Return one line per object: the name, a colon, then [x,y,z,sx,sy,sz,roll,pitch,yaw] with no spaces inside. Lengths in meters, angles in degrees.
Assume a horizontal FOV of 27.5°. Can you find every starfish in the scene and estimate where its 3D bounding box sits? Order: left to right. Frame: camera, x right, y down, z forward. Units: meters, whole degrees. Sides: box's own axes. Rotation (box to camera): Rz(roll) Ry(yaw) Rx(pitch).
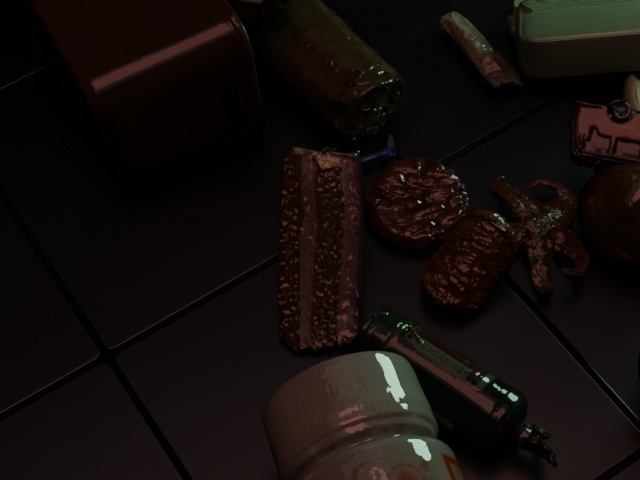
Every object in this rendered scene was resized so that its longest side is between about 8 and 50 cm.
starfish: [0.291,-0.014,1.774,0.150,0.053,0.210,-21,52,-19]

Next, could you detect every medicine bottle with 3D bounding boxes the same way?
medicine bottle: [0.075,0.326,1.451,0.211,0.211,0.371,-16,56,-7]

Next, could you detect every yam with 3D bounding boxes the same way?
yam: [0.018,-0.251,1.897,0.129,0.128,0.238,-52,56,11]

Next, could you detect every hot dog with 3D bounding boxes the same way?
hot dog: [0.195,0.028,1.719,0.099,0.065,0.147,34,91,24]

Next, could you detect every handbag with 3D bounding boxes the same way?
handbag: [0.408,-0.329,1.952,0.256,0.079,0.219,-3,38,8]

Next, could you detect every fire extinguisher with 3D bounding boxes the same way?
fire extinguisher: [0.176,0.191,1.607,0.294,0.118,0.093,32,98,22]

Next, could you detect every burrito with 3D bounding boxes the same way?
burrito: [0.237,-0.281,1.951,0.051,0.042,0.171,-9,55,-39]

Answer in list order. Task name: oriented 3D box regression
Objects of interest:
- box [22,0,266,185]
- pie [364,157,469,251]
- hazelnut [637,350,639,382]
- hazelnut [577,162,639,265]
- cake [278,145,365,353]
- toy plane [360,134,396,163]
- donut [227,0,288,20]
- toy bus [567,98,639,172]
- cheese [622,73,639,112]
box: [-0.262,-0.279,1.868,0.229,0.239,0.339,-27,59,-11]
pie: [0.133,-0.051,1.807,0.154,0.036,0.154,-2,55,2]
hazelnut: [0.496,0.157,1.544,0.234,0.218,0.218,38,66,25]
hazelnut: [0.418,-0.040,1.727,0.154,0.143,0.143,17,58,27]
cake: [0.000,0.000,1.722,0.115,0.113,0.295,-2,76,6]
toy plane: [0.030,-0.106,1.846,0.167,0.054,0.062,-18,31,-8]
donut: [-0.118,-0.479,1.910,0.136,0.259,0.345,-14,24,1]
toy bus: [0.453,-0.131,1.779,0.234,0.073,0.096,10,79,10]
cheese: [0.473,-0.152,1.847,0.127,0.050,0.235,17,66,14]
